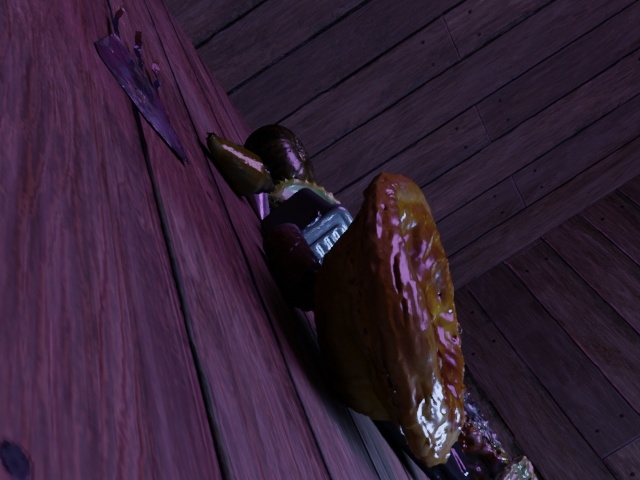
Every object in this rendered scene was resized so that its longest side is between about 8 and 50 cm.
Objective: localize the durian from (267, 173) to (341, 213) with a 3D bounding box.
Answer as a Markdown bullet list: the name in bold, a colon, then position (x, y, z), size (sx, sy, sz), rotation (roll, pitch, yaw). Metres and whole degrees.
- **durian**: position (0.000, 0.000, 1.756), size (0.352, 0.158, 0.169), rotation (62, 16, 15)

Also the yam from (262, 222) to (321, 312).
- **yam**: position (-0.040, 0.043, 1.259), size (0.141, 0.079, 0.079), rotation (58, 2, 42)

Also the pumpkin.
- **pumpkin**: position (-0.106, -0.191, 1.960), size (0.223, 0.157, 0.223), rotation (51, 22, -30)

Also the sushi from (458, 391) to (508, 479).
- **sushi**: position (0.388, 0.558, 1.880), size (0.417, 0.176, 0.417), rotation (57, 4, -6)

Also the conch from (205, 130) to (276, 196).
- **conch**: position (-0.154, -0.139, 1.448), size (0.201, 0.079, 0.095), rotation (45, -10, -32)

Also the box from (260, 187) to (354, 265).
- **box**: position (-0.002, 0.020, 1.469), size (0.243, 0.163, 0.135), rotation (54, -5, -40)

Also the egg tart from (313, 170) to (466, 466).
- **egg tart**: position (0.105, 0.123, 1.160), size (0.443, 0.178, 0.443), rotation (-11, 90, -75)

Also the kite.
- **kite**: position (-0.268, -0.248, 1.151), size (0.204, 0.022, 0.360), rotation (55, 7, -31)

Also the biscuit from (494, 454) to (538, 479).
- **biscuit**: position (0.403, 0.588, 1.623), size (0.273, 0.036, 0.187), rotation (-27, 92, -44)

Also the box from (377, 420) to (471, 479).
- **box**: position (0.175, 0.326, 1.456), size (0.289, 0.073, 0.290), rotation (49, 11, -14)

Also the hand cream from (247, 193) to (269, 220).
- **hand cream**: position (-0.132, -0.091, 1.586), size (0.084, 0.053, 0.142), rotation (40, 32, -78)
